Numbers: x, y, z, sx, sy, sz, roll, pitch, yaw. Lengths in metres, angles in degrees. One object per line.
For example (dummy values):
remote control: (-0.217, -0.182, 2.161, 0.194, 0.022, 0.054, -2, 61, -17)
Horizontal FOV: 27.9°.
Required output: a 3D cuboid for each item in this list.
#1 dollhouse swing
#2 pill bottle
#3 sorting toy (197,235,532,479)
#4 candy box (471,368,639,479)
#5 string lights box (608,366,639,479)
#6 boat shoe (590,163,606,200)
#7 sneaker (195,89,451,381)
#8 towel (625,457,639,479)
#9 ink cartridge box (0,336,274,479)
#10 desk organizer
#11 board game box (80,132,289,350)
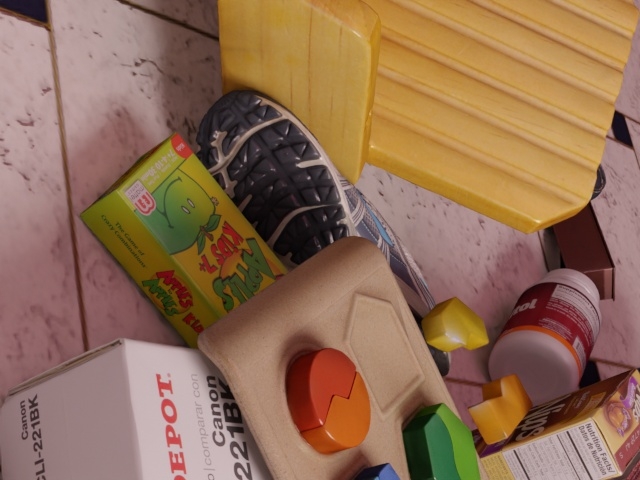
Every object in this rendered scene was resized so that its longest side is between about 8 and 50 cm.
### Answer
dollhouse swing: (0.119, -0.225, 1.026, 0.305, 0.315, 0.347, 17, 62, 7)
pill bottle: (0.221, 0.090, 1.239, 0.086, 0.086, 0.152, 56, 34, -11)
sorting toy: (0.060, 0.105, 0.854, 0.229, 0.041, 0.307, 61, 33, -3)
candy box: (0.167, 0.169, 1.023, 0.109, 0.187, 0.053, -26, 90, -56)
string lights box: (0.306, 0.171, 1.253, 0.260, 0.133, 0.076, -11, 77, -54)
boat shoe: (0.249, -0.122, 1.422, 0.254, 0.079, 0.095, 37, 42, -33)
sneaker: (0.000, 0.000, 1.017, 0.283, 0.110, 0.122, 56, 18, -16)
towel: (0.297, 0.239, 1.131, 0.037, 0.237, 0.329, 40, 26, 24)
ink cartridge box: (-0.048, 0.182, 0.795, 0.273, 0.114, 0.197, 15, 56, -48)
desk organizer: (0.282, 0.011, 1.401, 0.130, 0.050, 0.047, -94, 176, -53)
board game box: (-0.079, 0.022, 0.917, 0.181, 0.043, 0.092, 52, 35, -12)
